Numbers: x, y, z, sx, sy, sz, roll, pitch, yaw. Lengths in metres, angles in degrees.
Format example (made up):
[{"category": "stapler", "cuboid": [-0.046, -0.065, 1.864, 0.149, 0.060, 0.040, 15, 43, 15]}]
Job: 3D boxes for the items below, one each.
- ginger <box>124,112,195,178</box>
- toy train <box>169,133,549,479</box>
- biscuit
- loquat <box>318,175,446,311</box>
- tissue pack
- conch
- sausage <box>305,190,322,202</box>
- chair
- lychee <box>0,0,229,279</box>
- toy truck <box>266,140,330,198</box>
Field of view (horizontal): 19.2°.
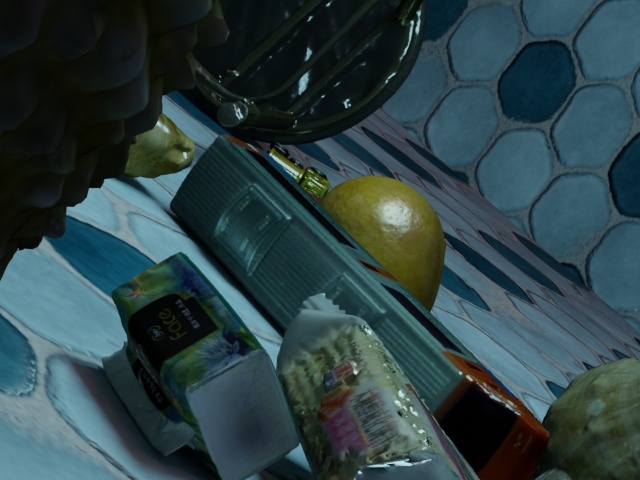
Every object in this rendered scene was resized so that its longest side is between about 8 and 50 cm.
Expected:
[{"category": "ginger", "cuboid": [-0.194, -0.117, 1.555, 0.205, 0.081, 0.115, 25, 26, -53]}, {"category": "toy train", "cuboid": [0.019, 0.057, 1.483, 0.089, 0.086, 0.409, 26, 14, -47]}, {"category": "biscuit", "cuboid": [0.053, 0.151, 1.096, 0.186, 0.079, 0.309, 52, 2, -17]}, {"category": "loquat", "cuboid": [0.044, 0.015, 1.652, 0.141, 0.141, 0.141, 36, 9, -7]}, {"category": "tissue pack", "cuboid": [-0.075, 0.078, 1.074, 0.111, 0.079, 0.085, 47, -18, 48]}, {"category": "conch", "cuboid": [0.268, 0.201, 1.391, 0.263, 0.186, 0.324, 52, -14, 14]}, {"category": "sausage", "cuboid": [0.000, 0.000, 1.751, 0.141, 0.076, 0.076, 30, 11, -36]}, {"category": "chair", "cuboid": [-0.053, -0.300, 2.053, 0.362, 0.364, 0.410, 44, -5, 16]}, {"category": "lychee", "cuboid": [-0.208, -0.138, 0.716, 0.380, 0.432, 0.380, -16, 90, -70]}, {"category": "toy truck", "cuboid": [-0.031, -0.063, 2.023, 0.083, 0.049, 0.054, 35, 10, -6]}]
